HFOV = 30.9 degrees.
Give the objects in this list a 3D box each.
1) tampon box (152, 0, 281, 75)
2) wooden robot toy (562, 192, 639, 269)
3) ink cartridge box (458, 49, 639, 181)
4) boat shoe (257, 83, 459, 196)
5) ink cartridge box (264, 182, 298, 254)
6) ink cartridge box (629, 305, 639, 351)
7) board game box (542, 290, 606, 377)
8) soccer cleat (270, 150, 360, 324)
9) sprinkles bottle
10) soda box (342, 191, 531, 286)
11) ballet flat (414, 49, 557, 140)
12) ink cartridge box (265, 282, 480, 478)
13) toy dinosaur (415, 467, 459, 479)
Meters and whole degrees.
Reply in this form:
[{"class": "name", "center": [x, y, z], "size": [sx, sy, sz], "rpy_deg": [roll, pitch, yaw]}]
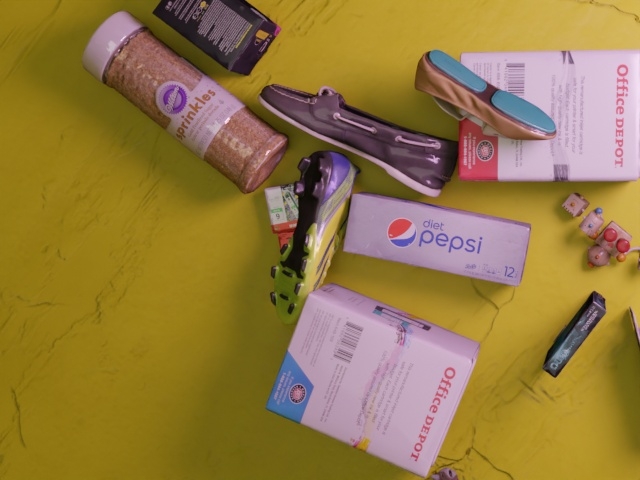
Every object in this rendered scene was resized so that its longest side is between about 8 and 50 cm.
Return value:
[{"class": "tampon box", "center": [-0.165, -0.357, 1.879], "size": [0.161, 0.120, 0.101], "rpy_deg": [38, 101, 7]}, {"class": "wooden robot toy", "center": [0.438, 0.008, 1.811], "size": [0.173, 0.076, 0.079], "rpy_deg": [40, 111, 7]}, {"class": "ink cartridge box", "center": [0.354, -0.189, 1.789], "size": [0.272, 0.114, 0.197], "rpy_deg": [1, 94, 13]}, {"class": "boat shoe", "center": [0.066, -0.186, 1.849], "size": [0.335, 0.112, 0.095], "rpy_deg": [28, 106, 2]}, {"class": "ink cartridge box", "center": [-0.051, -0.036, 1.924], "size": [0.062, 0.029, 0.115], "rpy_deg": [-10, 91, 11]}, {"class": "ink cartridge box", "center": [0.528, 0.187, 1.784], "size": [0.060, 0.104, 0.180], "rpy_deg": [-14, 91, 12]}, {"class": "board game box", "center": [0.388, 0.139, 1.767], "size": [0.026, 0.186, 0.126], "rpy_deg": [37, 100, 9]}, {"class": "soccer cleat", "center": [0.001, 0.000, 1.869], "size": [0.093, 0.121, 0.289], "rpy_deg": [12, 89, 49]}, {"class": "sprinkles bottle", "center": [-0.221, -0.227, 1.900], "size": [0.355, 0.121, 0.121], "rpy_deg": [38, 100, 6]}, {"class": "soda box", "center": [0.186, -0.006, 1.847], "size": [0.286, 0.091, 0.098], "rpy_deg": [11, 97, 11]}, {"class": "ballet flat", "center": [0.242, -0.200, 1.728], "size": [0.232, 0.080, 0.073], "rpy_deg": [35, 128, 12]}, {"class": "ink cartridge box", "center": [0.089, 0.213, 1.827], "size": [0.270, 0.197, 0.198], "rpy_deg": [22, 97, 10]}, {"class": "toy dinosaur", "center": [0.269, 0.484, 1.808], "size": [0.160, 0.313, 0.121], "rpy_deg": [-12, 119, -10]}]
